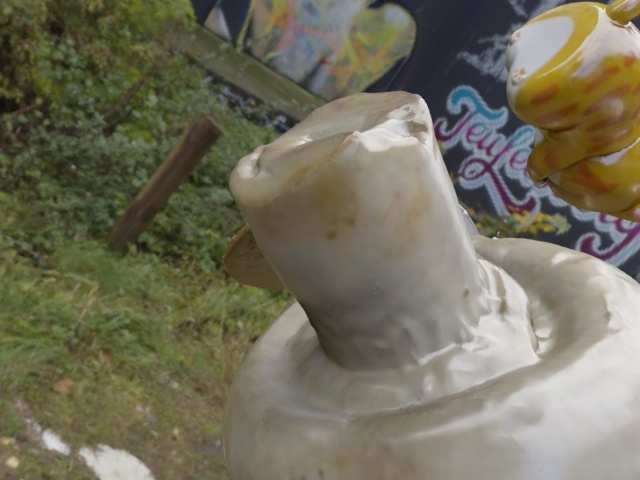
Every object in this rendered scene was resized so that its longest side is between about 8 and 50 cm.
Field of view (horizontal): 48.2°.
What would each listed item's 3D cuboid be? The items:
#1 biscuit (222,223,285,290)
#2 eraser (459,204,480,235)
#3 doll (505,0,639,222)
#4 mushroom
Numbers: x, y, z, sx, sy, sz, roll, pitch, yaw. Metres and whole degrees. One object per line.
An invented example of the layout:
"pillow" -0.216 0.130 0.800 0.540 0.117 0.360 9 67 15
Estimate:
"biscuit" 0.000 0.001 0.770 0.220 0.220 0.033 19 48 -52
"eraser" 0.110 -0.026 0.665 0.052 0.029 0.122 55 2 -32
"doll" 0.309 -0.148 0.832 0.269 0.162 0.166 61 34 -42
"mushroom" 0.070 0.051 0.438 0.292 0.293 0.290 -107 180 -70
